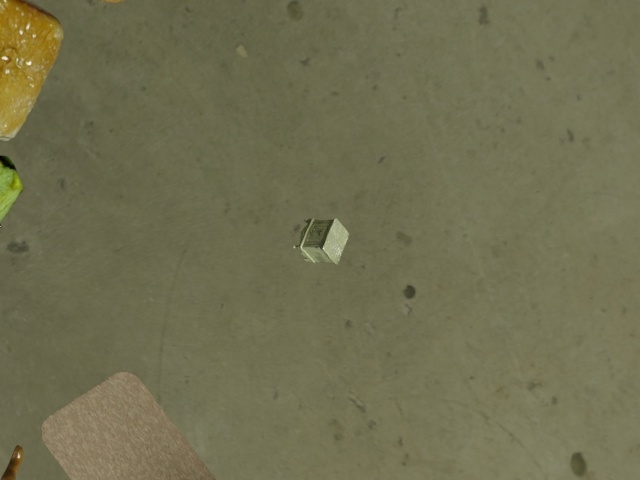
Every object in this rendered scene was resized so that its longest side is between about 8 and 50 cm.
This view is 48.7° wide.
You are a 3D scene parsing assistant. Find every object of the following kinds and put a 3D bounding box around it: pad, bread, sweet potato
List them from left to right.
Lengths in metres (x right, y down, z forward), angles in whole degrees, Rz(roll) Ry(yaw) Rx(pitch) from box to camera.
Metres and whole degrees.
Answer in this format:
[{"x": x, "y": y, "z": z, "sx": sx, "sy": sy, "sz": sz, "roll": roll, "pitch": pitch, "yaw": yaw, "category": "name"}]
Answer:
[{"x": -0.549, "y": -0.285, "z": 1.104, "sx": 0.246, "sy": 0.176, "sz": 0.195, "roll": -63, "pitch": 153, "yaw": 5, "category": "bread"}, {"x": -0.646, "y": 0.515, "z": 1.469, "sx": 0.044, "sy": 0.044, "sz": 0.179, "roll": 6, "pitch": 50, "yaw": -25, "category": "sweet potato"}, {"x": -0.270, "y": 0.331, "z": 1.040, "sx": 0.266, "sy": 0.002, "sz": 0.176, "roll": 51, "pitch": 42, "yaw": 5, "category": "pad"}]

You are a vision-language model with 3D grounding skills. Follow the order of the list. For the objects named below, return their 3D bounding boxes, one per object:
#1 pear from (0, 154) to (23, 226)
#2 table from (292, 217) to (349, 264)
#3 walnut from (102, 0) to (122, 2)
[{"x": -0.698, "y": -0.112, "z": 1.261, "sx": 0.238, "sy": 0.255, "sz": 0.164, "roll": 42, "pitch": 100, "yaw": -5, "category": "pear"}, {"x": 0.000, "y": 0.000, "z": 1.461, "sx": 0.062, "sy": 0.083, "sz": 0.079, "roll": 49, "pitch": 54, "yaw": -42, "category": "table"}, {"x": -0.442, "y": -0.620, "z": 1.502, "sx": 0.193, "sy": 0.193, "sz": 0.225, "roll": 16, "pitch": 120, "yaw": -24, "category": "walnut"}]
